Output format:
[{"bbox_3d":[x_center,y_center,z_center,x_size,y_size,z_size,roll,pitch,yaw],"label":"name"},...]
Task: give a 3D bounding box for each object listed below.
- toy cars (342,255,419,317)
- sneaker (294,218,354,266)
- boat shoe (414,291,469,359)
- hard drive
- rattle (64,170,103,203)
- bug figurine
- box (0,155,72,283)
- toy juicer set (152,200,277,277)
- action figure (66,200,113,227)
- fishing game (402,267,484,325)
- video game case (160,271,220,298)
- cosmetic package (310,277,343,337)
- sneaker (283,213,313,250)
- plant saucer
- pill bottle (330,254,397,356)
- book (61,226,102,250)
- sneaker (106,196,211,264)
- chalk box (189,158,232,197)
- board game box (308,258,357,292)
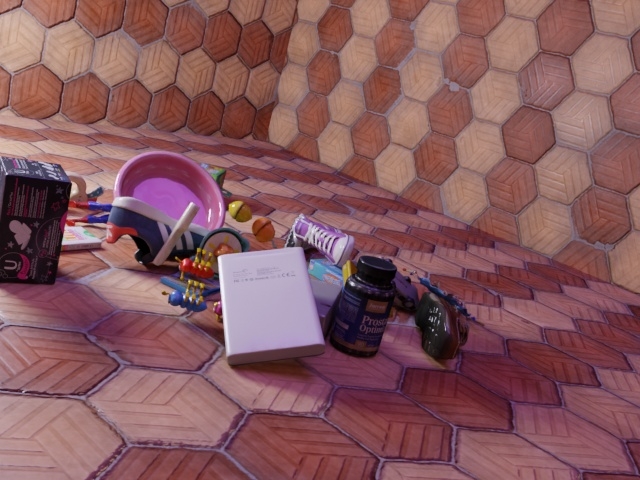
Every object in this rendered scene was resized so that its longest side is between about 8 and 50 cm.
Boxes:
[{"bbox_3d":[0.154,0.139,1.972,0.394,0.087,0.176,-3,65,-62],"label":"toy cars"},{"bbox_3d":[0.000,0.001,2.163,0.161,0.102,0.282,22,2,-15],"label":"sneaker"},{"bbox_3d":[0.331,0.221,1.866,0.120,0.122,0.324,19,15,-4],"label":"boat shoe"},{"bbox_3d":[-0.115,0.136,1.582,0.203,0.040,0.307,-6,41,-8],"label":"hard drive"},{"bbox_3d":[-0.736,-0.120,2.173,0.143,0.130,0.200,43,3,40],"label":"rattle"},{"bbox_3d":[-0.260,0.119,1.717,0.216,0.072,0.279,20,19,-9],"label":"bug figurine"},{"bbox_3d":[-0.666,-0.047,1.622,0.142,0.247,0.163,7,17,-31],"label":"box"},{"bbox_3d":[-0.252,-0.005,1.879,0.329,0.209,0.089,12,3,-32],"label":"toy juicer set"},{"bbox_3d":[-0.580,-0.070,2.096,0.139,0.091,0.280,18,15,38],"label":"action figure"},{"bbox_3d":[0.357,0.153,2.050,0.264,0.041,0.189,37,-3,-6],"label":"fishing game"},{"bbox_3d":[-0.314,0.108,1.849,0.119,0.015,0.166,22,16,23],"label":"video game case"},{"bbox_3d":[-0.031,0.171,1.728,0.127,0.107,0.238,14,18,7],"label":"cosmetic package"},{"bbox_3d":[-0.045,-0.015,2.396,0.118,0.110,0.292,25,16,2],"label":"sneaker"},{"bbox_3d":[-0.441,-0.101,2.080,0.332,0.084,0.332,16,54,-24],"label":"plant saucer"},{"bbox_3d":[0.106,0.153,1.695,0.123,0.219,0.123,14,15,-4],"label":"pill bottle"},{"bbox_3d":[-0.665,-0.002,1.890,0.096,0.035,0.144,28,18,29],"label":"book"},{"bbox_3d":[-0.408,0.010,1.913,0.350,0.148,0.131,24,-11,-28],"label":"sneaker"},{"bbox_3d":[-0.428,-0.206,2.642,0.213,0.132,0.132,15,16,1],"label":"chalk box"},{"bbox_3d":[0.090,0.113,2.154,0.160,0.047,0.210,-2,22,-45],"label":"board game box"}]
